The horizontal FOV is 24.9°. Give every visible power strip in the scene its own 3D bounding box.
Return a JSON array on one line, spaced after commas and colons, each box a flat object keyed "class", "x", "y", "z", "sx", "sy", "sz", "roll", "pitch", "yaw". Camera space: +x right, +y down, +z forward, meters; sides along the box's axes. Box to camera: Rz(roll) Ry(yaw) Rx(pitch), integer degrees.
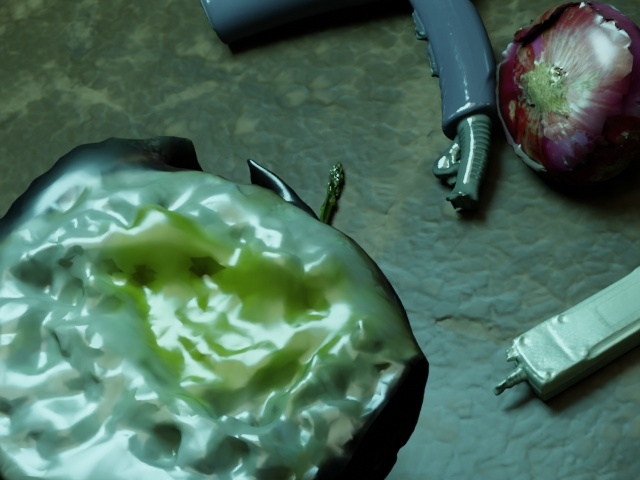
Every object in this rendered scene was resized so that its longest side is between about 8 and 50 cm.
[{"class": "power strip", "x": 0.209, "y": 0.065, "z": 1.072, "sx": 0.191, "sy": 0.030, "sz": 0.047, "roll": -30, "pitch": 53, "yaw": -7}]

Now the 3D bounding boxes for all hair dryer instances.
[{"class": "hair dryer", "x": 0.063, "y": -0.170, "z": 1.261, "sx": 0.301, "sy": 0.121, "sz": 0.361, "roll": -23, "pitch": 56, "yaw": 9}]

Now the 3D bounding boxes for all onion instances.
[{"class": "onion", "x": 0.225, "y": -0.120, "z": 1.167, "sx": 0.140, "sy": 0.150, "sz": 0.150, "roll": -6, "pitch": 38, "yaw": -40}]

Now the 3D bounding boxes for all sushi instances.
[{"class": "sushi", "x": -0.094, "y": 0.115, "z": 0.931, "sx": 0.281, "sy": 0.294, "sz": 0.299, "roll": -28, "pitch": 60, "yaw": -17}]

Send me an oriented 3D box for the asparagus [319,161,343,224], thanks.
[{"class": "asparagus", "x": 0.000, "y": 0.000, "z": 1.195, "sx": 0.013, "sy": 0.016, "sz": 0.166, "roll": -25, "pitch": 42, "yaw": 42}]
